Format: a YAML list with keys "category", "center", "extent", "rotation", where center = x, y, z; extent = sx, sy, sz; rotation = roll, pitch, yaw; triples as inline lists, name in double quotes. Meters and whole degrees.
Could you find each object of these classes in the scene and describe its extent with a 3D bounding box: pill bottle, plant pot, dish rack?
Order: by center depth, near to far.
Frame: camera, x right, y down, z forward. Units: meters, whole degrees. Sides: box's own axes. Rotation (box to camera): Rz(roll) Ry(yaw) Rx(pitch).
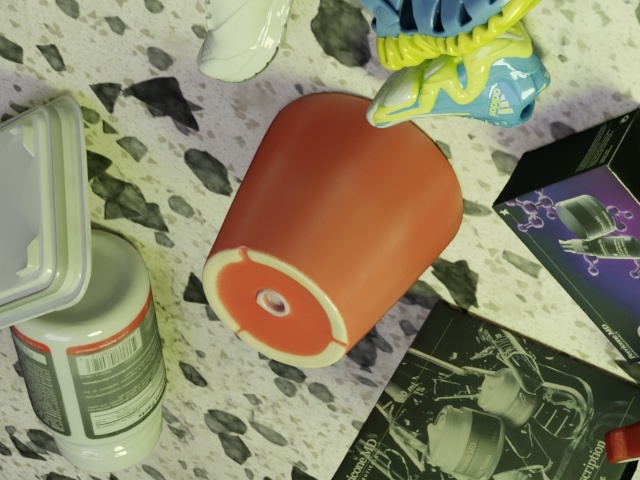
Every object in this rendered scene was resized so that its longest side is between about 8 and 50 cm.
- category: "plant pot"
  center: [0.000, 0.000, 2.093]
  extent: [0.275, 0.243, 0.275]
  rotation: [22, 142, 18]
- category: "dish rack"
  center: [-0.429, -0.032, 2.391]
  extent: [0.072, 0.286, 0.333]
  rotation: [4, 166, -38]
- category: "pill bottle"
  center: [-0.338, 0.172, 2.593]
  extent: [0.210, 0.210, 0.363]
  rotation: [20, 142, 19]

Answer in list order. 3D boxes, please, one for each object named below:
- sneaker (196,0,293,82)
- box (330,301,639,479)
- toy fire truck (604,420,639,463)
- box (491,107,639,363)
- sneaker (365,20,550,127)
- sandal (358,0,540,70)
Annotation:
- category: "sneaker"
  center: [-0.082, -0.285, 1.913]
  extent: [0.129, 0.111, 0.297]
  rotation: [12, 141, -20]
- category: "box"
  center: [0.205, 0.303, 2.195]
  extent: [0.312, 0.343, 0.179]
  rotation: [22, 145, 16]
- category: "toy fire truck"
  center: [0.485, 0.198, 1.963]
  extent: [0.302, 0.169, 0.254]
  rotation: [-10, 171, -5]
- category: "box"
  center: [0.347, 0.001, 1.941]
  extent: [0.261, 0.103, 0.184]
  rotation: [47, 146, -17]
- category: "sneaker"
  center: [0.154, -0.154, 1.921]
  extent: [0.126, 0.091, 0.240]
  rotation: [44, 143, -14]
- category: "sandal"
  center: [0.122, -0.261, 1.766]
  extent: [0.138, 0.126, 0.317]
  rotation: [57, 152, -13]
